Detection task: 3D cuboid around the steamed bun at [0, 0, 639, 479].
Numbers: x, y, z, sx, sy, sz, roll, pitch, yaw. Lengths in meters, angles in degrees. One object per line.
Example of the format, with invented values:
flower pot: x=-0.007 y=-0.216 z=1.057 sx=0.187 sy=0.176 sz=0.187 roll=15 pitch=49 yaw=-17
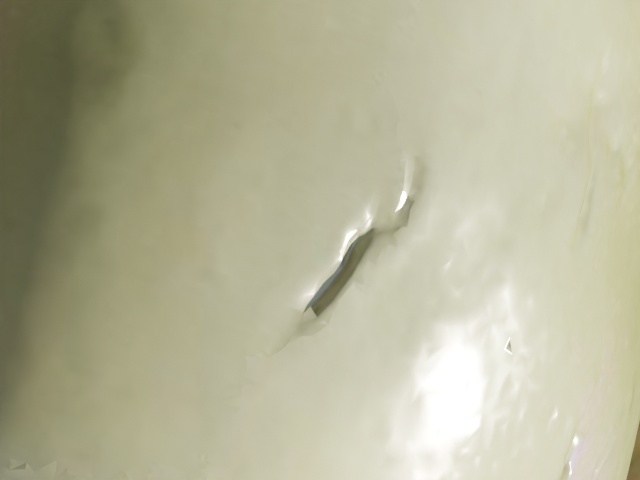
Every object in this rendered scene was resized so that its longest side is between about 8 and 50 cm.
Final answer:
steamed bun: x=0.000 y=0.000 z=0.837 sx=0.456 sy=0.290 sz=0.371 roll=19 pitch=73 yaw=-51
